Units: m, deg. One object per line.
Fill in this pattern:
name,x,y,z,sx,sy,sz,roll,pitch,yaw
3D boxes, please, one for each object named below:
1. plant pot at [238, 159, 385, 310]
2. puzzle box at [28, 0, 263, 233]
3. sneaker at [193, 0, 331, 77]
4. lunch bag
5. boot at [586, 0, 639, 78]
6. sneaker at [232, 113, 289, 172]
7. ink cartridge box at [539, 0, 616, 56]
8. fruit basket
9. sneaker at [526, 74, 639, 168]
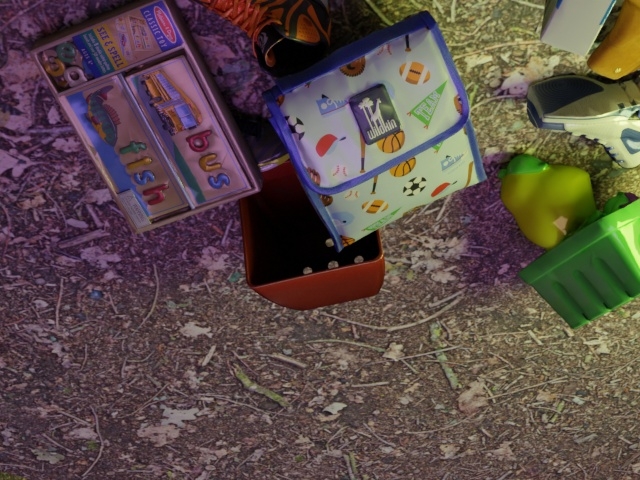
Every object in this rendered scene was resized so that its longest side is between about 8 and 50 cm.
plant pot,0.000,0.000,2.327,0.267,0.267,0.236,-12,151,8
puzzle box,-0.305,-0.221,2.090,0.272,0.052,0.409,-19,119,14
sneaker,-0.118,-0.383,1.917,0.321,0.180,0.125,15,135,-22
lunch bag,0.094,-0.198,2.040,0.327,0.239,0.385,-26,144,-1
boot,0.539,-0.366,2.013,0.295,0.104,0.211,2,148,-44
sneaker,-0.182,-0.200,2.179,0.299,0.111,0.121,-4,135,-4
ink cartridge box,0.431,-0.426,1.896,0.085,0.203,0.148,19,137,-1
fruit basket,0.539,-0.037,2.346,0.283,0.392,0.392,-23,145,-25
sneaker,0.555,-0.216,2.215,0.315,0.127,0.182,-4,137,-3
